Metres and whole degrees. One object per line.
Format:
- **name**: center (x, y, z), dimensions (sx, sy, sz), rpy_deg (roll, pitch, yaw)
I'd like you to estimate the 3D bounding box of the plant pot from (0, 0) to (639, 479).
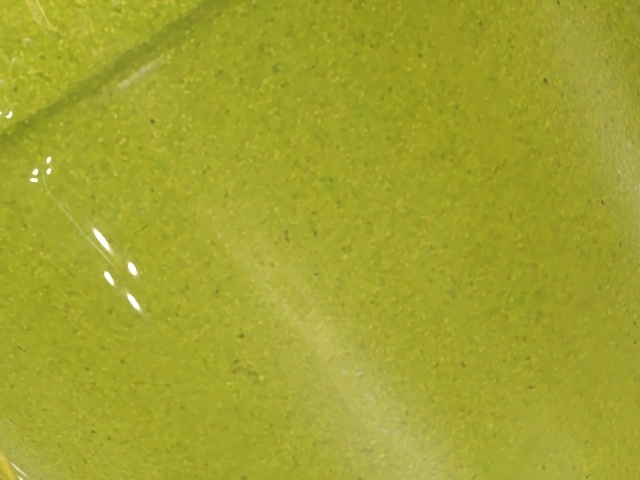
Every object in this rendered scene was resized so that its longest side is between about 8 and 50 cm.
- **plant pot**: center (0.000, 0.000, 0.642), dimensions (0.366, 0.353, 0.366), rpy_deg (-31, -169, 7)
